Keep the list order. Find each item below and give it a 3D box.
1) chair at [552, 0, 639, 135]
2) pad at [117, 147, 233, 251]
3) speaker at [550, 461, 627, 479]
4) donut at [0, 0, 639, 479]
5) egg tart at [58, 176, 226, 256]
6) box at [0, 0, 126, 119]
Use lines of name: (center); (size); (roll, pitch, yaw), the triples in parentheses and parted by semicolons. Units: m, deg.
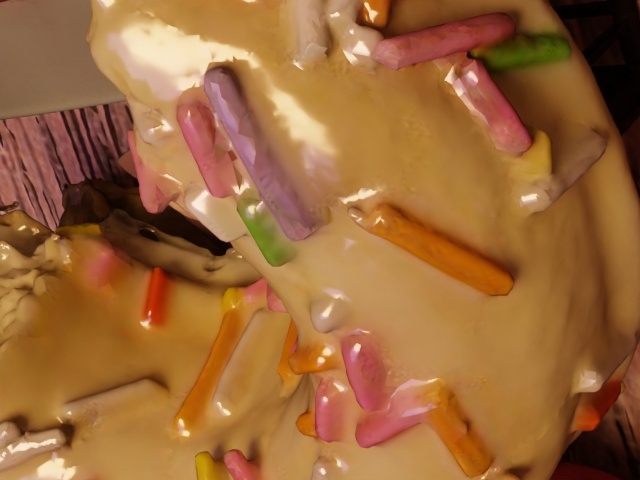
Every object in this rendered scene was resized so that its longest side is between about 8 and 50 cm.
chair: (0.099, -0.033, 0.593); (0.101, 0.084, 0.212); (1, 122, 43)
pad: (0.000, 0.000, 0.617); (0.188, 0.006, 0.113); (40, 144, -12)
speaker: (0.109, 0.259, 0.650); (0.294, 0.294, 0.294); (21, 133, 25)
donut: (-0.041, 0.030, 0.534); (0.307, 0.150, 0.371); (42, 130, -13)
egg tart: (-0.078, 0.091, 0.777); (0.297, 0.132, 0.297); (39, 154, 24)
box: (-0.112, -0.146, 0.632); (0.210, 0.148, 0.129); (-3, 131, 40)
